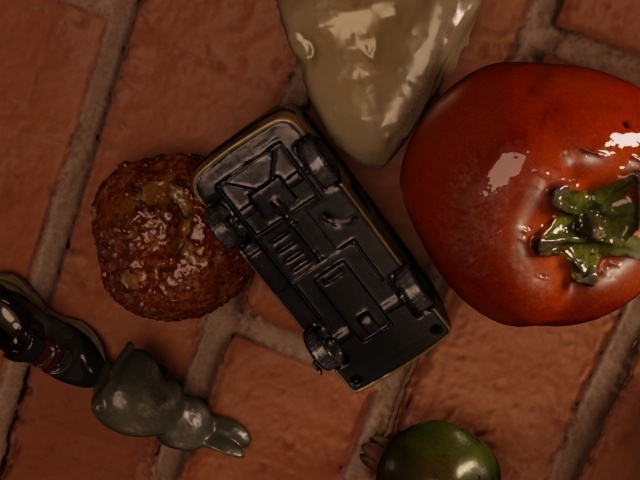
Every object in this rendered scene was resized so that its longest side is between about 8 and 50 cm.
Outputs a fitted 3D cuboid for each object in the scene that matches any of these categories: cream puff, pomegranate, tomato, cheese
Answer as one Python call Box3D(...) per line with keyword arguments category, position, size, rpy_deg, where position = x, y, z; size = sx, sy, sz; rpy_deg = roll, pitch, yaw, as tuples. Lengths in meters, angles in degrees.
Box3D(category="cream puff", position=(-0.202, -0.003, 1.596), size=(0.240, 0.164, 0.240), rpy_deg=(2, 99, 14))
Box3D(category="pomegranate", position=(0.140, 0.320, 1.604), size=(0.209, 0.180, 0.180), rpy_deg=(26, 110, 39))
Box3D(category="tomato", position=(0.266, -0.069, 1.428), size=(0.341, 0.273, 0.341), rpy_deg=(-9, 120, -16))
Box3D(category="cheese", position=(0.054, -0.223, 1.482), size=(0.251, 0.173, 0.248), rpy_deg=(16, 100, 9))

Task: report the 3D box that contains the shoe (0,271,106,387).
Box3D(category="shoe", position=(-0.416, 0.141, 1.693), size=(0.227, 0.112, 0.099), rpy_deg=(39, 106, 2))

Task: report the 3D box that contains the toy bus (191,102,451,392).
Box3D(category="toy bus", position=(0.000, 0.000, 1.503), size=(0.177, 0.202, 0.365), rpy_deg=(-33, 109, 12))

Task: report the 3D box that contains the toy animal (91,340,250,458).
Box3D(category="toy animal", position=(-0.223, 0.255, 1.684), size=(0.108, 0.138, 0.236), rpy_deg=(-29, 113, 40))
